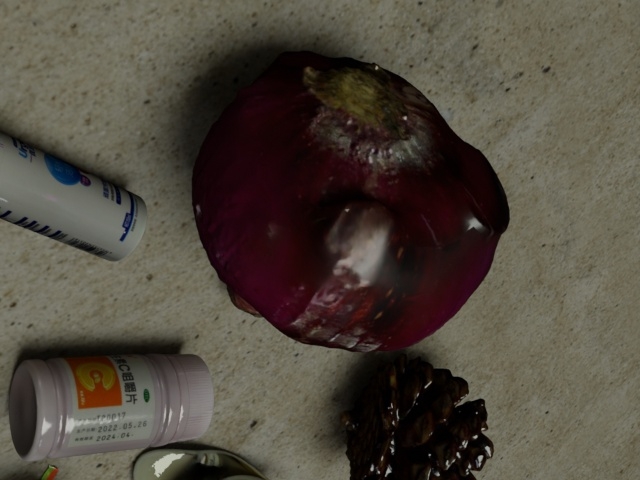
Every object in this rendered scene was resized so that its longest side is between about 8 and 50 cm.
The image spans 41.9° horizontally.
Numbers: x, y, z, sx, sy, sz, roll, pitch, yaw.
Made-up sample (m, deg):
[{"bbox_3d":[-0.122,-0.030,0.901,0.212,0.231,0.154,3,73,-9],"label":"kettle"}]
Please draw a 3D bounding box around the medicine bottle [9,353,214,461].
[{"bbox_3d":[-0.283,0.223,1.144,0.249,0.133,0.133,4,116,-36],"label":"medicine bottle"}]

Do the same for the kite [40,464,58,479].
[{"bbox_3d":[-0.444,0.406,1.235,0.241,0.014,0.183,25,102,-42],"label":"kite"}]

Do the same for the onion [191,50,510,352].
[{"bbox_3d":[0.000,0.000,1.073,0.398,0.398,0.420,4,138,-37],"label":"onion"}]

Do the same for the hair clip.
[{"bbox_3d":[-0.190,0.431,1.379,0.172,0.113,0.282,-47,140,0],"label":"hair clip"}]

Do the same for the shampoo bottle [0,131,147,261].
[{"bbox_3d":[-0.340,-0.066,0.938,0.303,0.092,0.092,28,100,-43],"label":"shampoo bottle"}]

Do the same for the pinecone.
[{"bbox_3d":[0.171,0.359,1.485,0.295,0.242,0.298,10,107,-37],"label":"pinecone"}]
